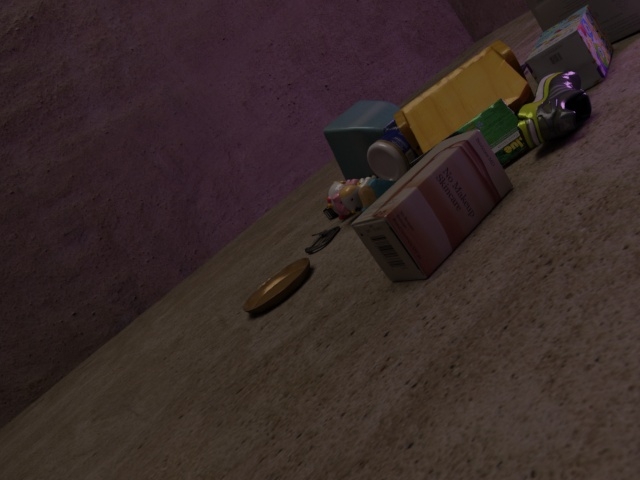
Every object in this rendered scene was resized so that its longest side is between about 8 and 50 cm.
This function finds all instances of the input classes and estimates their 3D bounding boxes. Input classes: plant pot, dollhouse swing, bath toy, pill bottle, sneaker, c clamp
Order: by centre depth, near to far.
[{"bbox_3d":[0.535,-0.292,1.316,0.121,0.111,0.300,-4,32,40],"label":"sneaker"},{"bbox_3d":[0.425,-0.307,1.627,0.346,0.315,0.305,-34,47,16],"label":"dollhouse swing"},{"bbox_3d":[-0.118,0.133,1.705,0.236,0.032,0.236,-36,11,8],"label":"plant pot"},{"bbox_3d":[0.106,-0.128,1.874,0.151,0.129,0.348,6,1,-18],"label":"bath toy"},{"bbox_3d":[0.000,0.000,1.922,0.137,0.022,0.161,-24,15,32],"label":"c clamp"},{"bbox_3d":[0.288,-0.318,1.980,0.264,0.153,0.153,-42,12,-29],"label":"pill bottle"},{"bbox_3d":[0.213,-0.383,2.283,0.252,0.248,0.247,5,40,50],"label":"plant pot"}]

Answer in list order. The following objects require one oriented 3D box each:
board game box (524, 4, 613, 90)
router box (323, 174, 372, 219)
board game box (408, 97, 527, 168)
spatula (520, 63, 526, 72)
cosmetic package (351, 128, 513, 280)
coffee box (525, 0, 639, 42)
[{"bbox_3d":[0.654,-0.485,1.569,0.144,0.142,0.275,-28,15,40],"label":"board game box"},{"bbox_3d":[0.105,-0.155,2.148,0.133,0.046,0.179,-25,16,45],"label":"router box"},{"bbox_3d":[0.349,-0.199,1.386,0.259,0.136,0.030,-35,-22,7],"label":"board game box"},{"bbox_3d":[0.654,-0.540,2.074,0.084,0.030,0.296,-27,15,51],"label":"spatula"},{"bbox_3d":[0.224,-0.069,1.187,0.296,0.153,0.129,-44,15,-25],"label":"cosmetic package"},{"bbox_3d":[0.832,-0.785,1.735,0.334,0.338,0.337,-40,12,-21],"label":"coffee box"}]
